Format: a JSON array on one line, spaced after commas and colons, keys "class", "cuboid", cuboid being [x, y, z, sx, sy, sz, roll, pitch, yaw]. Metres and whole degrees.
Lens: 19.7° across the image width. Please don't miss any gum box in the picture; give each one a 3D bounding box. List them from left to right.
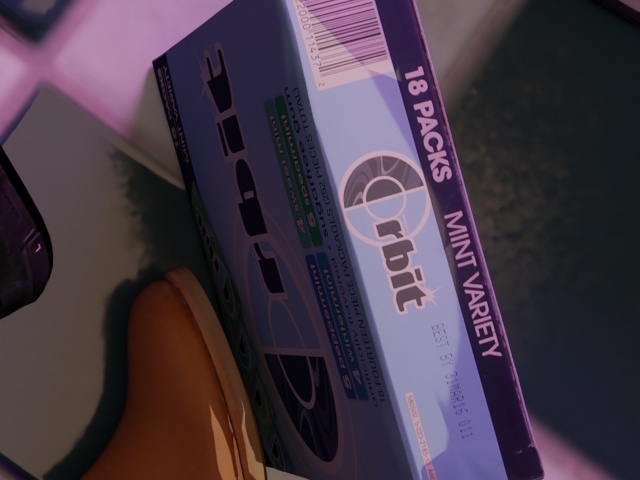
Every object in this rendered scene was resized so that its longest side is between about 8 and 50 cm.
[{"class": "gum box", "cuboid": [0.000, 0.000, 0.590, 0.041, 0.184, 0.157, -16, 92, -15]}]

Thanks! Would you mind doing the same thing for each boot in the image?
[{"class": "boot", "cuboid": [-0.094, 0.112, 0.622, 0.152, 0.073, 0.197, -6, 87, -11]}]

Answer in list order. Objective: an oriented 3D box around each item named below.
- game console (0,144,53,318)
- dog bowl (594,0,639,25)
[{"class": "game console", "cuboid": [-0.214, -0.114, 0.560, 0.361, 0.213, 0.044, 63, 35, -22]}, {"class": "dog bowl", "cuboid": [0.220, -0.271, 0.677, 0.408, 0.150, 0.408, 1, 87, -14]}]
